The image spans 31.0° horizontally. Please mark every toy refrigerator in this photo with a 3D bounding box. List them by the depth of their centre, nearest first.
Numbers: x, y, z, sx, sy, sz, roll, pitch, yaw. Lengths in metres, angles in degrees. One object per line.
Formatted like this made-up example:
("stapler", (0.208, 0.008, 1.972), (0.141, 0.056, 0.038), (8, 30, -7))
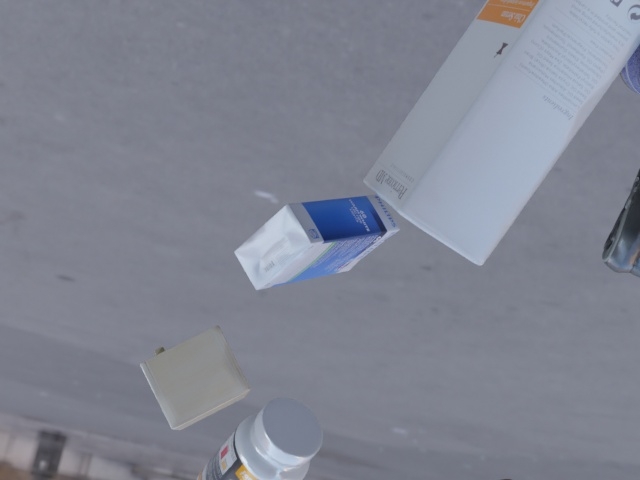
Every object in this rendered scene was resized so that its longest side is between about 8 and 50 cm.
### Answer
("toy refrigerator", (-0.155, 0.172, 1.436), (0.102, 0.094, 0.269), (-26, 174, -8))

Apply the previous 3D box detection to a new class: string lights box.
("string lights box", (0.000, 0.000, 1.832), (0.133, 0.076, 0.260), (-40, 163, 30))

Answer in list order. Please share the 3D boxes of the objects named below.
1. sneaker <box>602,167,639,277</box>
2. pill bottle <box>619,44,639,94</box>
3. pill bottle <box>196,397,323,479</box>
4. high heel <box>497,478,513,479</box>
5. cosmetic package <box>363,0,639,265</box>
("sneaker", (0.367, -0.044, 1.165), (0.106, 0.267, 0.101), (24, 139, 11))
("pill bottle", (0.523, -0.256, 1.697), (0.123, 0.122, 0.219), (14, -164, -5))
("pill bottle", (-0.118, 0.435, 2.242), (0.162, 0.162, 0.278), (19, 132, -22))
("high heel", (0.231, 0.596, 2.306), (0.377, 0.127, 0.181), (-7, 123, -13))
("cosmetic package", (0.275, -0.211, 1.727), (0.161, 0.453, 0.230), (32, -175, -18))
